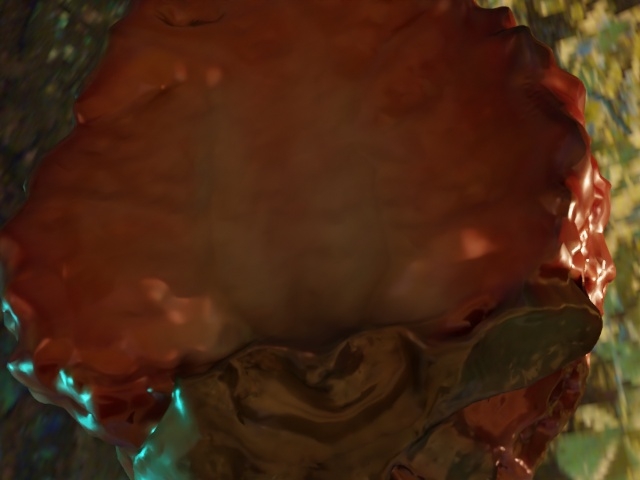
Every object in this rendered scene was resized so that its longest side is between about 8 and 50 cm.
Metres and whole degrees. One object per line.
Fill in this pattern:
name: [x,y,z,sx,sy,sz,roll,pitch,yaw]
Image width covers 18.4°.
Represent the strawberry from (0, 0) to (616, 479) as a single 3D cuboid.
strawberry: [0.000,0.000,0.891,0.265,0.336,0.149,-18,-47,6]
